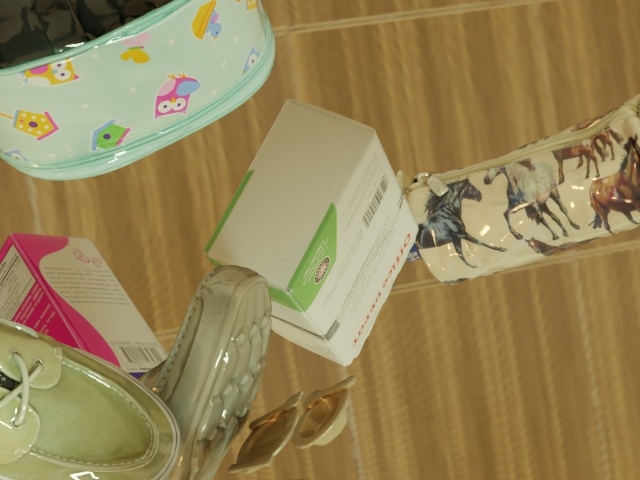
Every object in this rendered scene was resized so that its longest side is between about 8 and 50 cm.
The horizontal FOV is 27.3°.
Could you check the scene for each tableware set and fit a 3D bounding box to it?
[{"bbox_3d":[-0.039,0.166,0.946,0.020,0.141,0.168,45,50,-17],"label":"tableware set"}]

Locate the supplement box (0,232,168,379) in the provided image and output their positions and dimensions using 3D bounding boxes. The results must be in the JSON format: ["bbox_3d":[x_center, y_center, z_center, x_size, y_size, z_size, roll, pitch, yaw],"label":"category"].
[{"bbox_3d":[-0.259,0.104,1.382,0.111,0.220,0.114,6,129,-49],"label":"supplement box"}]

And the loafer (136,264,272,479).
[{"bbox_3d":[-0.128,0.152,1.035,0.111,0.112,0.319,29,113,16],"label":"loafer"}]

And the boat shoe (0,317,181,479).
[{"bbox_3d":[-0.230,0.100,0.881,0.302,0.094,0.109,22,71,-17],"label":"boat shoe"}]

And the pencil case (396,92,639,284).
[{"bbox_3d":[0.300,-0.068,1.769,0.183,0.410,0.160,43,44,-32],"label":"pencil case"}]

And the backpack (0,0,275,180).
[{"bbox_3d":[-0.112,-0.113,0.632,0.166,0.188,0.144,-26,133,-11],"label":"backpack"}]

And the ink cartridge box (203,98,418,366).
[{"bbox_3d":[0.000,0.000,1.179,0.093,0.219,0.160,23,75,21],"label":"ink cartridge box"}]
